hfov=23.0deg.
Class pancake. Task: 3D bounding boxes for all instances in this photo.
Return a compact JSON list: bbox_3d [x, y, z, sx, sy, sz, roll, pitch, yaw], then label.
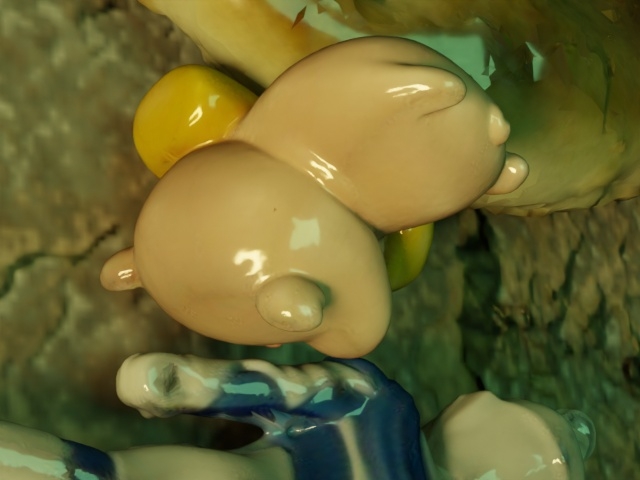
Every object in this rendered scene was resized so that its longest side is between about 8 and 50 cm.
[{"bbox_3d":[0.056,-0.188,0.542,0.387,0.082,0.387,9,75,-37],"label":"pancake"}]

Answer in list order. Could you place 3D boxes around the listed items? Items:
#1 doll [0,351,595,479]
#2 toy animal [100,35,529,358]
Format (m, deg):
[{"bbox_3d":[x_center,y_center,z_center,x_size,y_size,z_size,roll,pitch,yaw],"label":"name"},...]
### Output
[{"bbox_3d":[-0.006,0.082,0.433,0.227,0.057,0.114,-6,76,-33],"label":"doll"},{"bbox_3d":[0.000,0.000,0.426,0.091,0.114,0.082,51,43,-37],"label":"toy animal"}]
